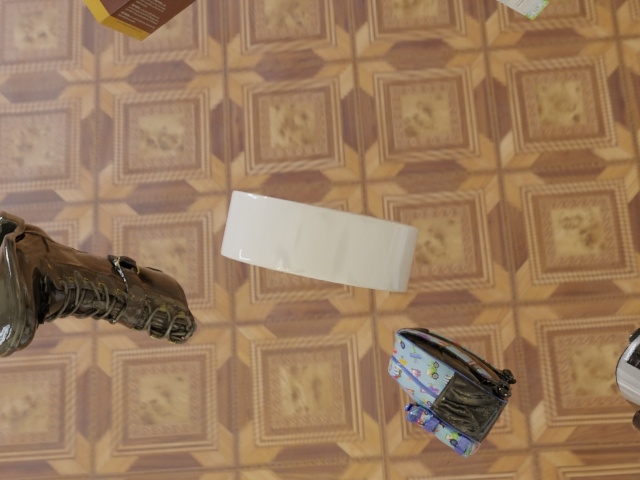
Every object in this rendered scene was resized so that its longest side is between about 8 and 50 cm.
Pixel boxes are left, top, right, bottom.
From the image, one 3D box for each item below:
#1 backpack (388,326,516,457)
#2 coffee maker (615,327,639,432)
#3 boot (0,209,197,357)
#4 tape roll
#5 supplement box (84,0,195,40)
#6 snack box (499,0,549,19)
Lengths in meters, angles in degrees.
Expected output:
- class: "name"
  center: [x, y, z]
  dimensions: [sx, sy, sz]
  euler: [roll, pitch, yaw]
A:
- class: "backpack"
  center: [0.163, 0.194, 1.303]
  dimensions: [0.173, 0.158, 0.116]
  euler: [31, 97, 12]
- class: "coffee maker"
  center: [0.303, 0.148, 0.695]
  dimensions: [0.120, 0.178, 0.171]
  euler: [-21, 95, 5]
- class: "boot"
  center: [-0.232, 0.059, 0.999]
  dimensions: [0.229, 0.263, 0.091]
  euler: [22, 107, -25]
- class: "tape roll"
  center: [0.000, 0.000, 1.432]
  dimensions: [0.286, 0.286, 0.100]
  euler: [11, 91, 7]
- class: "supplement box"
  center: [-0.246, -0.407, 1.391]
  dimensions: [0.194, 0.191, 0.129]
  euler: [-34, 89, 9]
- class: "snack box"
  center: [0.248, -0.369, 1.306]
  dimensions: [0.100, 0.037, 0.141]
  euler: [22, 42, -25]
